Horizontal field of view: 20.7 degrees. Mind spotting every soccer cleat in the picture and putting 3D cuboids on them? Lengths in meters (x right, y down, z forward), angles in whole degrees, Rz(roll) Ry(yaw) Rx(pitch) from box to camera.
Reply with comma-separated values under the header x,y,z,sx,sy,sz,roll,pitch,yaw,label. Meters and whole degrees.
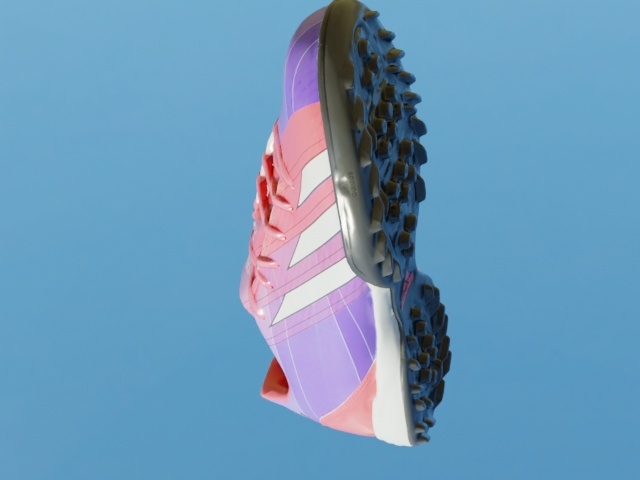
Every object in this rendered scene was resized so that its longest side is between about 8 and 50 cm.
x,y,z,sx,sy,sz,roll,pitch,yaw,label
0.000,0.000,0.981,0.116,0.318,0.108,6,-131,16,soccer cleat
